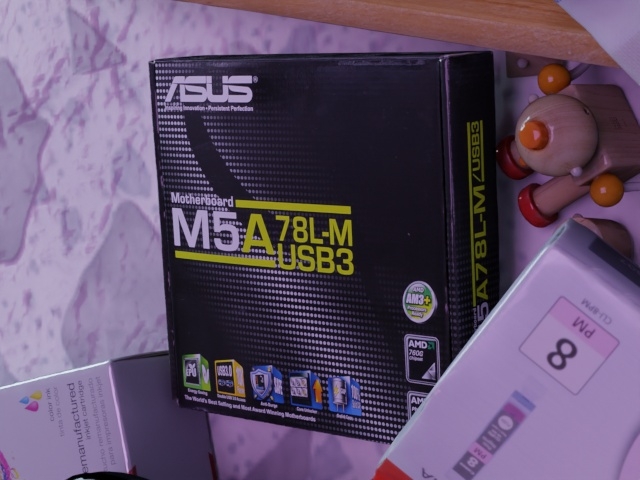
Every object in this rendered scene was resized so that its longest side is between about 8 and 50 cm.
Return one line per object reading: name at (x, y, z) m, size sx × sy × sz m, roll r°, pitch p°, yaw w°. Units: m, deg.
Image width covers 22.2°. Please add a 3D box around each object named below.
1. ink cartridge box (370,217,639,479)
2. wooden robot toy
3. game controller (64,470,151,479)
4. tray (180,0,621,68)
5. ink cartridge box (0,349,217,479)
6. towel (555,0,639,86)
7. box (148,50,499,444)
ink cartridge box at (0.111, 0.137, 0.702) m, size 0.189 × 0.066 × 0.232 m, roll 38°, pitch 108°, yaw 7°
wooden robot toy at (0.107, -0.033, 0.721) m, size 0.076 × 0.079 × 0.173 m, roll -33°, pitch 72°, yaw 31°
game controller at (-0.061, 0.265, 0.801) m, size 0.166 × 0.067 × 0.319 m, roll 8°, pitch 112°, yaw 26°
tray at (-0.014, -0.211, 0.761) m, size 0.411 × 0.076 × 0.203 m, roll 14°, pitch 127°, yaw 35°
ink cartridge box at (-0.146, 0.140, 0.904) m, size 0.175 × 0.072 × 0.127 m, roll -16°, pitch 83°, yaw 33°
towel at (0.194, -0.038, 0.569) m, size 0.285 × 0.034 × 0.209 m, roll 50°, pitch 161°, yaw 2°
box at (0.000, 0.000, 0.797) m, size 0.190 × 0.045 × 0.184 m, roll 6°, pitch 104°, yaw 40°
